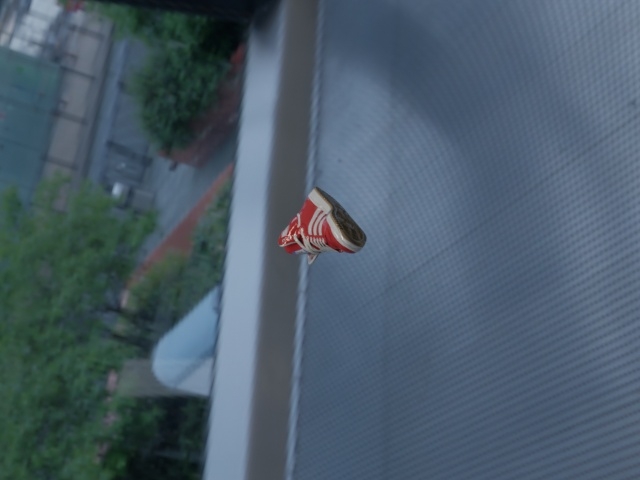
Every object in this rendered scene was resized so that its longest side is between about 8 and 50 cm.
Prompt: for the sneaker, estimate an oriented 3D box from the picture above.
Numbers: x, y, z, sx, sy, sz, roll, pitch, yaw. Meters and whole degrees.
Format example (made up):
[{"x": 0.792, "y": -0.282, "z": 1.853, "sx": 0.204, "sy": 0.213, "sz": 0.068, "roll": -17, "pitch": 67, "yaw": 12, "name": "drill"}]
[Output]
[{"x": 0.000, "y": 0.000, "z": 1.055, "sx": 0.067, "sy": 0.042, "sz": 0.118, "roll": -52, "pitch": 26, "yaw": 9, "name": "sneaker"}]
